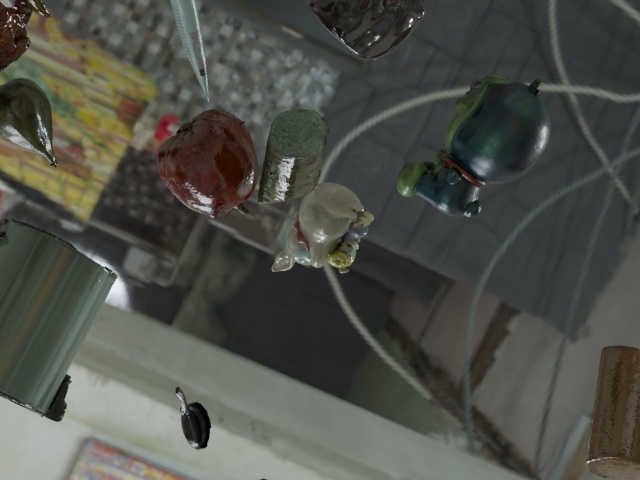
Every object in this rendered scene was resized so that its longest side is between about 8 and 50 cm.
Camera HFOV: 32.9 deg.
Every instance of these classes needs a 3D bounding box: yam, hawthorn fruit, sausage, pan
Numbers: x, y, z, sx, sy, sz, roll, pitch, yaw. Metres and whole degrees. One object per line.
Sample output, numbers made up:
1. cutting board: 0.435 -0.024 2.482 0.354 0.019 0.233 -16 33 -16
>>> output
1. yam: -0.050 -0.119 1.819 0.259 0.106 0.106 104 5 -64
2. hawthorn fruit: -0.193 -0.129 1.992 0.185 0.202 0.185 -31 -169 7
3. sausage: 0.571 0.317 2.030 0.123 0.123 0.252 129 -18 -57
4. pan: -0.307 0.407 2.522 0.212 0.040 0.114 67 16 -46

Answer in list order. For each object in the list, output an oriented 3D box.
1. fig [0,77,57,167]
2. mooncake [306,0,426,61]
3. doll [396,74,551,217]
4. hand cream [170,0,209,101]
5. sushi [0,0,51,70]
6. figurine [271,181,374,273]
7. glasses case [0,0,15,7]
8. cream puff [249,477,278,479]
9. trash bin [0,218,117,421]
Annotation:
1. fig: -0.596 -0.226 2.146 0.133 0.127 0.184 -107 -168 -72
2. mooncake: 0.070 -0.422 1.850 0.133 0.245 0.245 -37 -156 33
3. doll: 0.303 -0.173 2.022 0.322 0.186 0.198 -53 166 23
4. hand cream: -0.299 -0.471 2.476 0.085 0.058 0.331 -117 -165 -48
5. sushi: -0.586 -0.325 1.785 0.343 0.196 0.182 -53 -128 16
6. figurine: 0.000 0.000 2.228 0.127 0.155 0.235 -72 -173 -49
7. glasses case: -0.468 -0.372 1.595 0.083 0.021 0.032 74 12 -72
8. cream puff: -0.100 0.558 2.099 0.240 0.240 0.164 -119 -136 -78
9. trash bin: -0.496 0.128 1.807 0.217 0.277 0.262 3 -118 55
